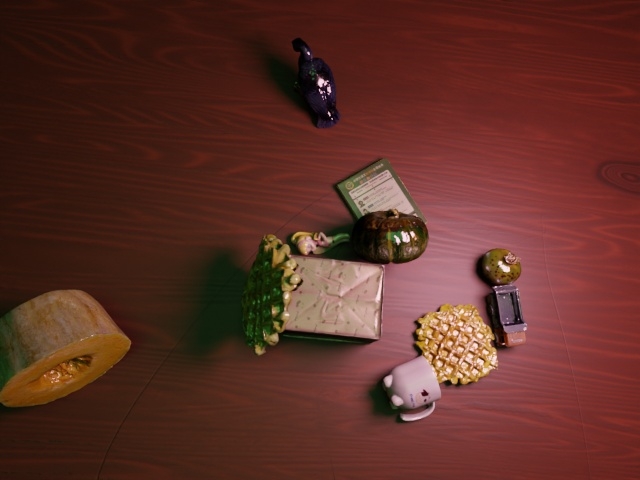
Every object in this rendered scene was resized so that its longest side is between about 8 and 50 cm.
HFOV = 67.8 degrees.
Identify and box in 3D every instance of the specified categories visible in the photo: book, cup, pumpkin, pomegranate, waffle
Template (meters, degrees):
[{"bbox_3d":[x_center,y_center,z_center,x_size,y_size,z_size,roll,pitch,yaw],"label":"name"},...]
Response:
[{"bbox_3d":[0.205,-0.122,1.594,0.201,0.027,0.264,-30,82,-9],"label":"book"},{"bbox_3d":[0.266,0.446,1.430,0.141,0.174,0.134,-20,48,-7],"label":"cup"},{"bbox_3d":[-0.719,0.280,1.306,0.332,0.332,0.199,-30,68,-10],"label":"pumpkin"},{"bbox_3d":[0.576,0.085,1.521,0.130,0.130,0.131,1,77,-4],"label":"pomegranate"},{"bbox_3d":[0.425,0.325,1.494,0.244,0.052,0.255,-16,77,-6],"label":"waffle"},{"bbox_3d":[-0.157,0.144,1.354,0.073,0.317,0.298,15,113,-31],"label":"waffle"},{"bbox_3d":[0.206,-0.016,1.434,0.237,0.238,0.159,-3,96,-5],"label":"pumpkin"}]

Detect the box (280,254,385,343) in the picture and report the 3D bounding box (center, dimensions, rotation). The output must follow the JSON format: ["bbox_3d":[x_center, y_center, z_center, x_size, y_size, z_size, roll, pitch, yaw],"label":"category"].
[{"bbox_3d":[0.034,0.182,1.431,0.296,0.190,0.226,6,75,-3],"label":"box"}]

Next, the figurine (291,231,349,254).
[{"bbox_3d":[0.000,0.000,1.533,0.187,0.083,0.083,-10,78,0],"label":"figurine"}]

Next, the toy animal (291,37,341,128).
[{"bbox_3d":[-0.020,-0.523,1.594,0.122,0.185,0.299,-25,98,-14],"label":"toy animal"}]

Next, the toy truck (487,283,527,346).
[{"bbox_3d":[0.585,0.237,1.495,0.083,0.092,0.192,-6,85,-6],"label":"toy truck"}]
